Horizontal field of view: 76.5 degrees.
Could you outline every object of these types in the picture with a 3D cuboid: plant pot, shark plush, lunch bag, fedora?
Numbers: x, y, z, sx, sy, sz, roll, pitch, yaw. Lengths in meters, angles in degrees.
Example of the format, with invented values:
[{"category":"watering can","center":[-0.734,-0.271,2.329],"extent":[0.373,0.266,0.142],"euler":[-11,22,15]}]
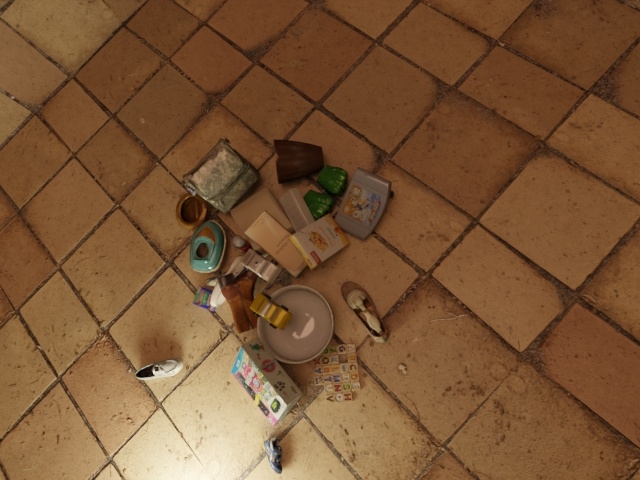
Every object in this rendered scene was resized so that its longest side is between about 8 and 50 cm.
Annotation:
[{"category":"plant pot","center":[-0.103,-0.395,1.988],"extent":[0.230,0.215,0.215],"euler":[-7,73,-3]},{"category":"shark plush","center":[-0.494,0.172,1.985],"extent":[0.161,0.073,0.067],"euler":[-42,39,4]},{"category":"lunch bag","center":[-0.494,-0.321,1.991],"extent":[0.305,0.256,0.212],"euler":[-46,46,-1]},{"category":"fedora","center":[-0.653,-0.151,2.099],"extent":[0.194,0.079,0.194],"euler":[-2,82,13]}]

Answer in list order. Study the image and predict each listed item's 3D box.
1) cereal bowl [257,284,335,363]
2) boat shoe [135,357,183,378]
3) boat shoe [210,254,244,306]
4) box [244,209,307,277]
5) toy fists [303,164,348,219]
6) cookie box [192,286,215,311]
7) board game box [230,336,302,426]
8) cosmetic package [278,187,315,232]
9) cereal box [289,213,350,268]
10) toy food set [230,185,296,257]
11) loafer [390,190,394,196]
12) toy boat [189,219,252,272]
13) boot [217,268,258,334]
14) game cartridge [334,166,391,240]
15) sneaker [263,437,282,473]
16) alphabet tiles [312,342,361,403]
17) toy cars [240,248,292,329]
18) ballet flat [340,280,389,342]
[{"category":"cereal bowl","center":[-0.096,0.369,1.785],"extent":[0.339,0.141,0.339],"euler":[-3,74,12]},{"category":"boat shoe","center":[-0.760,0.609,1.906],"extent":[0.227,0.081,0.079],"euler":[-19,71,8]},{"category":"boat shoe","center":[-0.418,0.205,1.932],"extent":[0.096,0.098,0.277],"euler":[28,81,19]},{"category":"box","center":[-0.182,0.018,1.867],"extent":[0.311,0.121,0.148],"euler":[40,86,1]},{"category":"toy fists","center":[0.031,-0.227,1.952],"extent":[0.142,0.096,0.279],"euler":[31,85,32]},{"category":"cookie box","center":[-0.552,0.283,1.971],"extent":[0.107,0.040,0.092],"euler":[16,78,16]},{"category":"board game box","center":[-0.233,0.595,1.711],"extent":[0.097,0.224,0.303],"euler":[-24,60,-42]},{"category":"cosmetic package","center":[-0.099,-0.121,1.923],"extent":[0.099,0.060,0.239],"euler":[-34,80,42]},{"category":"cereal box","center":[0.000,0.000,1.828],"extent":[0.240,0.047,0.173],"euler":[-33,86,-37]},{"category":"toy food set","center":[-0.279,-0.093,2.000],"extent":[0.219,0.092,0.306],"euler":[-35,77,0]},{"category":"loafer","center":[0.234,-0.204,1.909],"extent":[0.223,0.076,0.078],"euler":[1,80,19]},{"category":"toy boat","center":[-0.495,0.021,1.976],"extent":[0.318,0.148,0.267],"euler":[-3,74,13]},{"category":"boot","center":[-0.305,0.258,1.868],"extent":[0.264,0.096,0.280],"euler":[-22,89,-25]},{"category":"game cartridge","center":[0.198,-0.161,1.857],"extent":[0.198,0.062,0.297],"euler":[29,106,23]},{"category":"sneaker","center":[-0.188,0.900,1.703],"extent":[0.059,0.053,0.144],"euler":[-29,71,2]},{"category":"alphabet tiles","center":[0.068,0.575,1.758],"extent":[0.198,0.009,0.237],"euler":[-10,72,10]},{"category":"toy cars","center":[-0.245,0.200,1.749],"extent":[0.176,0.087,0.394],"euler":[-18,70,6]},{"category":"ballet flat","center":[0.192,0.297,1.756],"extent":[0.107,0.106,0.316],"euler":[-39,69,0]}]
